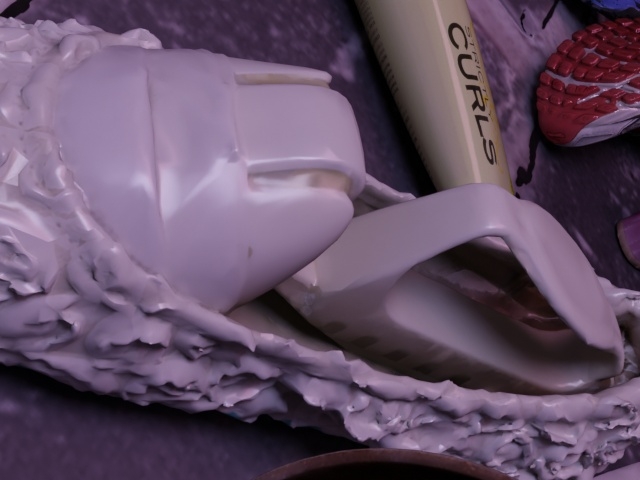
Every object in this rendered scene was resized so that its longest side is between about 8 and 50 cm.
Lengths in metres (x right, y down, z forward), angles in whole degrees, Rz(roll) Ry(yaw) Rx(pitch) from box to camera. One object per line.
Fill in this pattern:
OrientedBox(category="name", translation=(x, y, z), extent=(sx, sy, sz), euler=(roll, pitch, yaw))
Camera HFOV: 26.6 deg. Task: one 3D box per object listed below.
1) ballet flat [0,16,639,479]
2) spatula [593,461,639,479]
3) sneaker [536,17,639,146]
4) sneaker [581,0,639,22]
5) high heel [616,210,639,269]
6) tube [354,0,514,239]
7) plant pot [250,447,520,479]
OrientedBox(category="ballet flat", translation=(0.000, 0.000, 0.525), extent=(0.409, 0.147, 0.147), euler=(25, 49, -37))
OrientedBox(category="spatula", translation=(0.138, 0.207, 0.648), extent=(0.242, 0.019, 0.168), euler=(-12, 77, -48))
OrientedBox(category="sneaker", translation=(0.225, -0.095, 0.885), extent=(0.225, 0.088, 0.092), euler=(-21, 127, -37))
OrientedBox(category="sneaker", translation=(0.198, -0.248, 0.958), extent=(0.083, 0.087, 0.221), euler=(18, 54, -42))
OrientedBox(category="high heel", translation=(0.306, -0.008, 0.900), extent=(0.244, 0.117, 0.082), euler=(18, 54, -42))
OrientedBox(category="tube", translation=(0.064, -0.085, 0.718), extent=(0.070, 0.062, 0.240), euler=(-10, 76, -31))
OrientedBox(category="plant pot", translation=(0.071, 0.186, 0.448), extent=(0.230, 0.215, 0.215), euler=(22, 50, -56))
